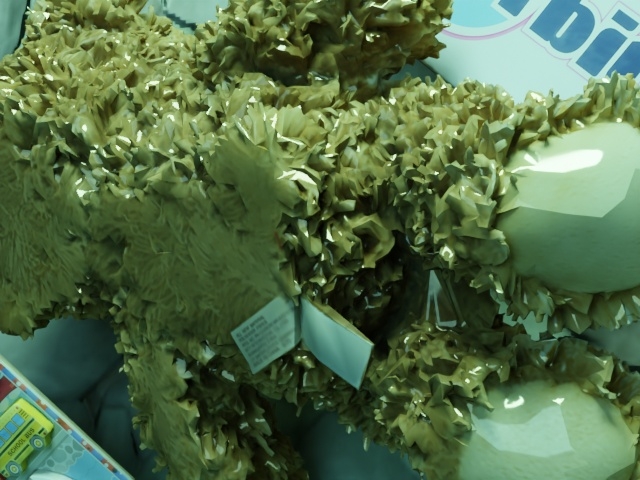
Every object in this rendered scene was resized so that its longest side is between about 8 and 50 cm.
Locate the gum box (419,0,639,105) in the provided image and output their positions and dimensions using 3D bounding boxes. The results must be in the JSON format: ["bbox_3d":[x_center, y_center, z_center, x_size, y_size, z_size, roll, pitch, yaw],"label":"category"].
[{"bbox_3d":[0.087,-0.101,0.695,0.188,0.062,0.107,43,99,31],"label":"gum box"}]

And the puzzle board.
[{"bbox_3d":[-0.149,0.107,0.749,0.096,0.011,0.128,43,121,0],"label":"puzzle board"}]

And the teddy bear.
[{"bbox_3d":[0.000,0.000,0.670,0.338,0.113,0.245,-4,100,44],"label":"teddy bear"}]
